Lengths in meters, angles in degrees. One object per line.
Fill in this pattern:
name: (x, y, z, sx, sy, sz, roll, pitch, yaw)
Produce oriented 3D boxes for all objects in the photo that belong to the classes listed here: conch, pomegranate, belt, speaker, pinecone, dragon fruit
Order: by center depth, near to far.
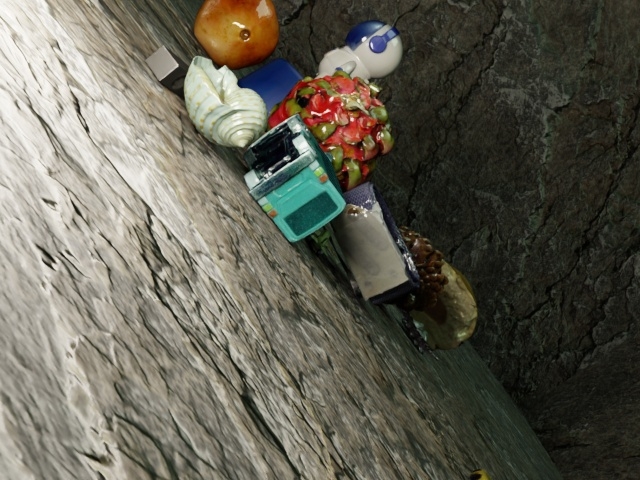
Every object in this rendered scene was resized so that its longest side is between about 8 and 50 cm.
conch: (-0.152, -0.202, 1.378, 0.153, 0.102, 0.135, 44, 9, 30)
speaker: (-0.216, -0.253, 1.448, 0.046, 0.040, 0.191, 53, 7, 14)
belt: (0.090, 0.011, 1.736, 0.230, 0.126, 0.139, 64, 15, -10)
dragon fruit: (0.014, -0.189, 1.803, 0.231, 0.302, 0.237, -15, 48, -41)
pinecone: (0.173, 0.057, 2.025, 0.212, 0.169, 0.185, 45, -31, 39)
pomegranate: (-0.197, -0.518, 2.212, 0.209, 0.209, 0.209, 53, 7, -9)

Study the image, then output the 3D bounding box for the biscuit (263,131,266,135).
biscuit: (-0.126, -0.224, 1.995, 0.118, 0.023, 0.140, 54, 7, 0)

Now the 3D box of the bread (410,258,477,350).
bread: (0.307, 0.171, 2.358, 0.224, 0.184, 0.211, 44, 17, -46)

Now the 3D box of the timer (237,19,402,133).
timer: (0.025, -0.364, 2.093, 0.270, 0.384, 0.270, 51, -2, 3)

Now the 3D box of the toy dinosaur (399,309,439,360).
toy dinosaur: (0.216, 0.203, 2.136, 0.209, 0.039, 0.082, 53, 8, -5)

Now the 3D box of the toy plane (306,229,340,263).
toy plane: (0.000, 0.000, 1.659, 0.102, 0.040, 0.111, 55, 6, -6)

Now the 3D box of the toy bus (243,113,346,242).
toy bus: (-0.044, -0.111, 1.551, 0.147, 0.128, 0.256, 54, 9, -20)

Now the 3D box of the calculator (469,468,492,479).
calculator: (0.302, 0.450, 1.511, 0.157, 0.033, 0.236, 54, 5, 9)
